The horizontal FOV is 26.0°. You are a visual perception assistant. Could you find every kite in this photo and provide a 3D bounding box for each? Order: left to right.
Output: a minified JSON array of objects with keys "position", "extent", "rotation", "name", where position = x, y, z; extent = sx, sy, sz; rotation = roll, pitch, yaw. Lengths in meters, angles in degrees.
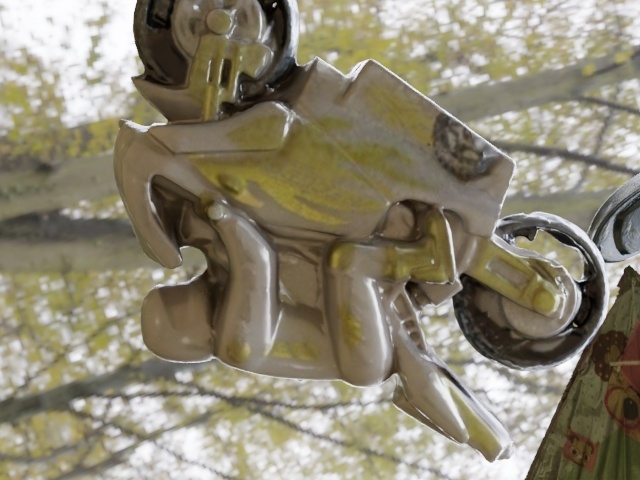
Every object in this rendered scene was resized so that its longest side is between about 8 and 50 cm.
[{"position":[0.267,0.151,1.083],"extent":[0.323,0.013,0.268],"rotation":[-20,-101,50],"name":"kite"}]

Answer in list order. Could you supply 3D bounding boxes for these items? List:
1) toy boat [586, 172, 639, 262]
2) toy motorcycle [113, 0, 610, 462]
[{"position":[0.257,-0.023,1.080],"extent":[0.060,0.141,0.055],"rotation":[25,-43,51],"name":"toy boat"},{"position":[0.000,0.000,0.813],"extent":[0.341,0.108,0.223],"rotation":[37,-91,-8],"name":"toy motorcycle"}]
